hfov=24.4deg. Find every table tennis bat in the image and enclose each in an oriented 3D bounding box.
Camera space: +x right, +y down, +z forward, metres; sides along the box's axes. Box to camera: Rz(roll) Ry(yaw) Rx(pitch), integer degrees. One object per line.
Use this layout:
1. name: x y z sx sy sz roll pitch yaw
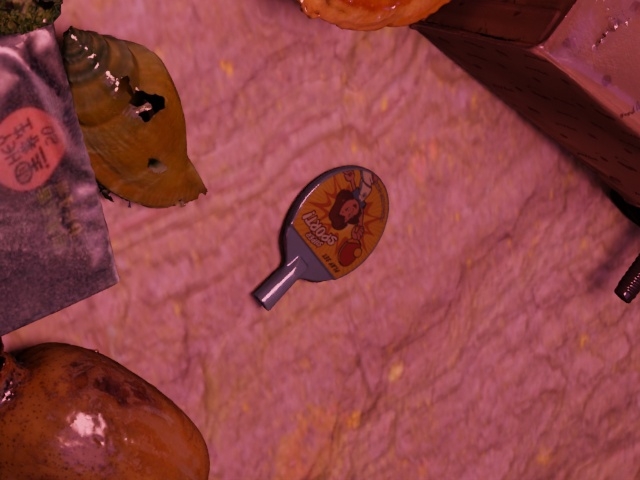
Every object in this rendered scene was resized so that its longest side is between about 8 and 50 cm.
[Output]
1. table tennis bat: 0.000 0.000 1.306 0.155 0.019 0.100 -45 129 -11

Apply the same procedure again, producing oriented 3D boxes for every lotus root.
1. lotus root: -0.202 0.155 1.167 0.154 0.154 0.278 -50 124 -4

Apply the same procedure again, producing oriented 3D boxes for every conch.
1. conch: -0.152 -0.095 1.130 0.094 0.079 0.201 -18 131 -5

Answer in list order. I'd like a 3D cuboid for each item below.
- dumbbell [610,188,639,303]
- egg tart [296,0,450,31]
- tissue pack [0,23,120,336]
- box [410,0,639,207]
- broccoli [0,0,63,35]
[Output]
1. dumbbell: 0.389 -0.075 1.450 0.143 0.143 0.325 35 90 -39
2. egg tart: 0.043 -0.282 1.147 0.241 0.106 0.241 -17 122 -30
3. tissue pack: -0.315 -0.015 1.033 0.315 0.103 0.228 -24 122 -23
4. box: 0.276 -0.162 1.247 0.297 0.225 0.190 34 89 -26
5. broccoli: -0.197 -0.276 0.899 0.307 0.275 0.308 5 80 -32
